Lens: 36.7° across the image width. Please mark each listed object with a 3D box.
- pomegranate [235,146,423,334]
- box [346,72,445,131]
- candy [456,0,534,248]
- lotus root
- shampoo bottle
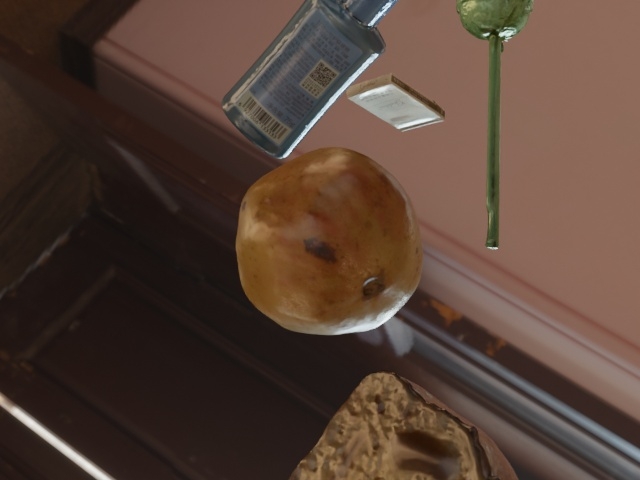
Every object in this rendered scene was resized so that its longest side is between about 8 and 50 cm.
[{"bbox_3d":[0.000,0.000,1.643,0.342,0.342,0.342,-50,160,-25],"label":"pomegranate"},{"bbox_3d":[0.152,-0.274,1.926,0.198,0.109,0.029,22,63,-48],"label":"box"},{"bbox_3d":[0.254,-0.205,1.400,0.119,0.119,0.440,31,58,-72],"label":"candy"},{"bbox_3d":[0.136,0.371,1.285,0.316,0.316,0.250,-57,138,-4],"label":"lotus root"},{"bbox_3d":[-0.001,-0.206,1.070,0.258,0.104,0.061,-44,-173,33],"label":"shampoo bottle"}]
